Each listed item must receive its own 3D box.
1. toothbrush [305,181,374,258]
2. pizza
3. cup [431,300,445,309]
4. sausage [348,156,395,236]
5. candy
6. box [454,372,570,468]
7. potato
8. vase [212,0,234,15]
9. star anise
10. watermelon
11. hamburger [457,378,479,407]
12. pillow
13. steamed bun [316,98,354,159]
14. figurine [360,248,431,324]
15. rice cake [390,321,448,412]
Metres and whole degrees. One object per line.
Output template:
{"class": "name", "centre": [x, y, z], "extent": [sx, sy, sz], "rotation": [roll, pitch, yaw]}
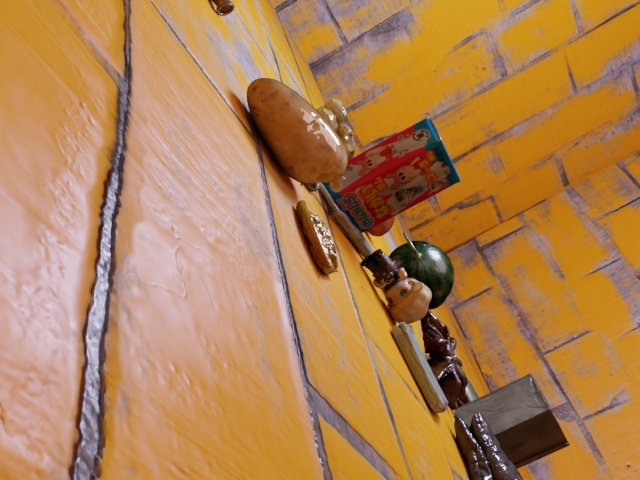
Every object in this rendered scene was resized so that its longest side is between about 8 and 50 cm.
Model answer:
{"class": "toothbrush", "centre": [0.050, -0.046, 1.537], "extent": [0.413, 0.035, 0.042], "rotation": [49, 37, -49]}
{"class": "pizza", "centre": [0.001, 0.000, 1.152], "extent": [0.099, 0.035, 0.160], "rotation": [49, 16, -51]}
{"class": "cup", "centre": [0.323, 0.135, 2.193], "extent": [0.176, 0.131, 0.155], "rotation": [33, -4, 34]}
{"class": "sausage", "centre": [0.130, -0.133, 1.948], "extent": [0.259, 0.113, 0.114], "rotation": [56, 11, -36]}
{"class": "candy", "centre": [0.164, -0.145, 1.587], "extent": [0.157, 0.305, 0.100], "rotation": [52, 16, -45]}
{"class": "box", "centre": [0.502, 0.494, 1.751], "extent": [0.149, 0.231, 0.155], "rotation": [56, 12, -25]}
{"class": "potato", "centre": [-0.046, -0.192, 1.231], "extent": [0.235, 0.128, 0.161], "rotation": [46, 2, -42]}
{"class": "vase", "centre": [-0.227, -0.555, 1.476], "extent": [0.101, 0.053, 0.053], "rotation": [67, 11, 9]}
{"class": "star anise", "centre": [0.320, 0.307, 1.755], "extent": [0.288, 0.088, 0.288], "rotation": [-19, 90, -73]}
{"class": "watermelon", "centre": [0.261, 0.087, 1.756], "extent": [0.215, 0.187, 0.188], "rotation": [82, -10, -53]}
{"class": "hamburger", "centre": [0.432, 0.466, 1.965], "extent": [0.133, 0.062, 0.140], "rotation": [52, 15, -26]}
{"class": "pillow", "centre": [0.428, 0.575, 1.553], "extent": [0.326, 0.101, 0.228], "rotation": [57, 10, -32]}
{"class": "steamed bun", "centre": [0.027, -0.311, 1.944], "extent": [0.192, 0.106, 0.178], "rotation": [-157, -129, -86]}
{"class": "figurine", "centre": [0.183, 0.108, 1.577], "extent": [0.196, 0.114, 0.108], "rotation": [51, 13, -16]}
{"class": "rice cake", "centre": [0.228, 0.288, 1.493], "extent": [0.211, 0.038, 0.124], "rotation": [65, 11, 18]}
